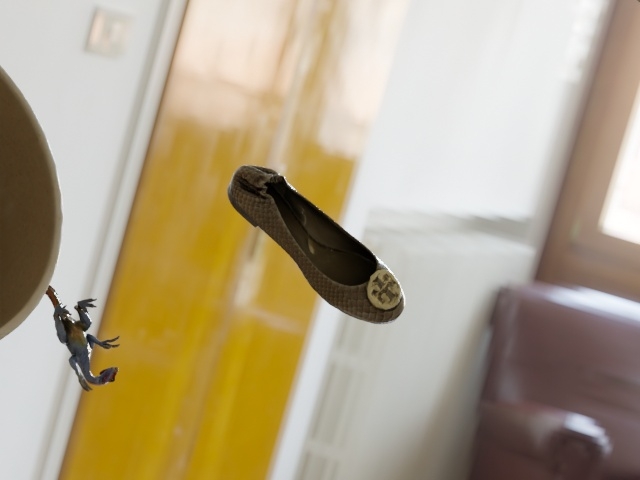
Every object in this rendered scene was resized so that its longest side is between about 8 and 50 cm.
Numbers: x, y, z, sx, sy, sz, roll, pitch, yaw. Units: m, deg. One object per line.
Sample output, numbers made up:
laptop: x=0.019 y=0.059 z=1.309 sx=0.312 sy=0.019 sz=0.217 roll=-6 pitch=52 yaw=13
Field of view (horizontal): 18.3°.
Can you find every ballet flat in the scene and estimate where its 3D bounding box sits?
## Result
ballet flat: x=0.000 y=0.000 z=2.253 sx=0.250 sy=0.058 sz=0.084 roll=42 pitch=51 yaw=0

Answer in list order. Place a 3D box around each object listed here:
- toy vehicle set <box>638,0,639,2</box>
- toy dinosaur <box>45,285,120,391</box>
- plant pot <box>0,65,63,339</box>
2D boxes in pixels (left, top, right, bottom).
toy vehicle set: x=0.346 y=-0.334 z=2.177 sx=0.035 sy=0.166 sz=0.267 roll=-23 pitch=-11 yaw=18
toy dinosaur: x=-0.194 y=0.081 z=1.625 sx=0.047 sy=0.082 sz=0.090 roll=-26 pitch=51 yaw=-21
plant pot: x=-0.353 y=0.004 z=1.337 sx=0.256 sy=0.256 sz=0.274 roll=11 pitch=-29 yaw=-38
